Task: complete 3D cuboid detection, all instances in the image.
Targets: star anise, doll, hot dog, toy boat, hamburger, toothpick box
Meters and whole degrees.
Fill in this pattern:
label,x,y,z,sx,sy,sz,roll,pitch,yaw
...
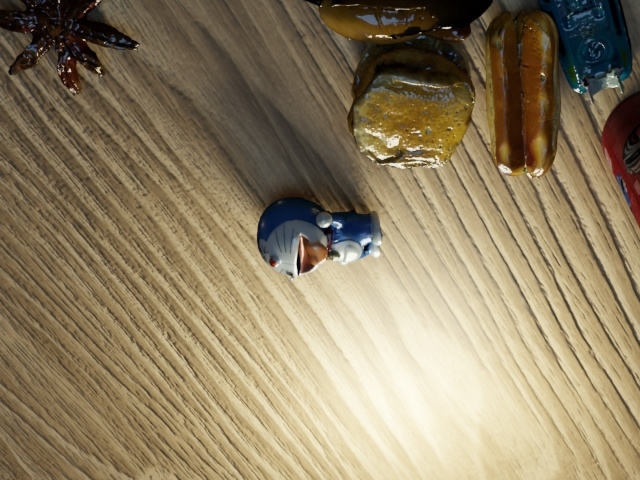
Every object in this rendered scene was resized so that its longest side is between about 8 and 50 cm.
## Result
label,x,y,z,sx,sy,sz,roll,pitch,yaw
star anise,-0.472,-0.389,1.669,0.288,0.088,0.288,1,123,1
doll,0.000,0.000,1.839,0.256,0.161,0.215,-1,147,0
hot dog,0.116,-0.393,1.575,0.326,0.194,0.107,24,152,13
toy boat,0.467,-0.393,1.608,0.134,0.092,0.299,-19,119,18
hamburger,0.166,-0.260,1.668,0.244,0.163,0.244,-1,128,-1
toothpick box,0.634,-0.118,1.621,0.204,0.333,0.204,2,122,3
hot dog,0.375,-0.261,1.689,0.135,0.100,0.337,-2,121,15
